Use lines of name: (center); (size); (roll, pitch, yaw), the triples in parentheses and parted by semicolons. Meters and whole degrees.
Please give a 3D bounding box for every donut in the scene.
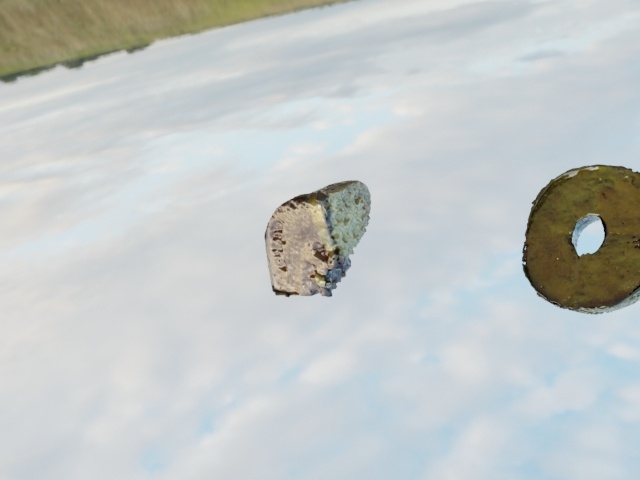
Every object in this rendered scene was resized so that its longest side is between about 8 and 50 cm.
donut: (0.476, 0.005, 1.352); (0.271, 0.107, 0.272); (-15, -121, 27)
donut: (-0.003, -0.010, 1.122); (0.144, 0.187, 0.126); (16, -148, 37)
